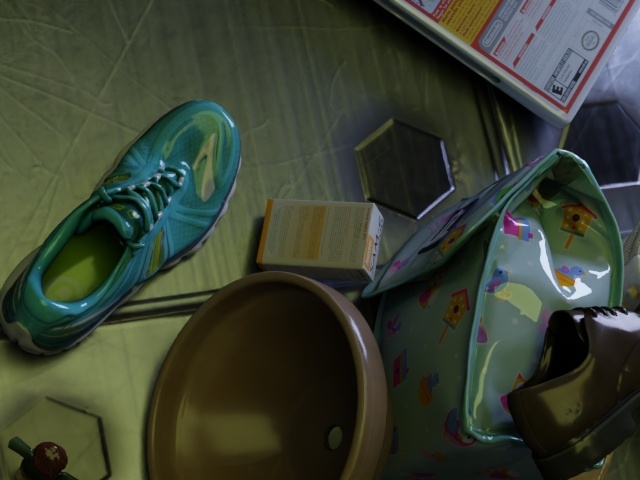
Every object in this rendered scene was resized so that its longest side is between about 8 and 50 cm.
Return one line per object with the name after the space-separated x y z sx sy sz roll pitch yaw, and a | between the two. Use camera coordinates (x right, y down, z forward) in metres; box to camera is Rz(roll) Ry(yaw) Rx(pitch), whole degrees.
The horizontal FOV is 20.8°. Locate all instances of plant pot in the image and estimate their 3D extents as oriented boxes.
-0.022 0.151 1.400 0.109 0.237 0.237 20 63 -46 | plant pot

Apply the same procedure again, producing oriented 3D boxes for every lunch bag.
0.137 0.068 1.444 0.160 0.223 0.262 13 70 -19 | lunch bag

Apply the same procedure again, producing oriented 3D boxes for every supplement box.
0.000 0.000 1.504 0.098 0.036 0.062 4 68 18 | supplement box

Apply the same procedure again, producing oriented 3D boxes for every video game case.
0.160 -0.261 1.641 0.285 0.025 0.204 35 67 -3 | video game case

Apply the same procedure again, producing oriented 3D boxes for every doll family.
-0.168 0.223 1.364 0.193 0.111 0.076 26 67 -7 | doll family

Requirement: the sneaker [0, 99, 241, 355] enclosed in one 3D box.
-0.154 -0.014 1.447 0.107 0.110 0.275 40 66 -1 | sneaker

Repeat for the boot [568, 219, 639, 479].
0.254 0.098 1.478 0.095 0.203 0.262 24 66 -8 | boot

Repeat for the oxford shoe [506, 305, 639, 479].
0.225 0.077 1.311 0.227 0.083 0.096 -38 97 -34 | oxford shoe
